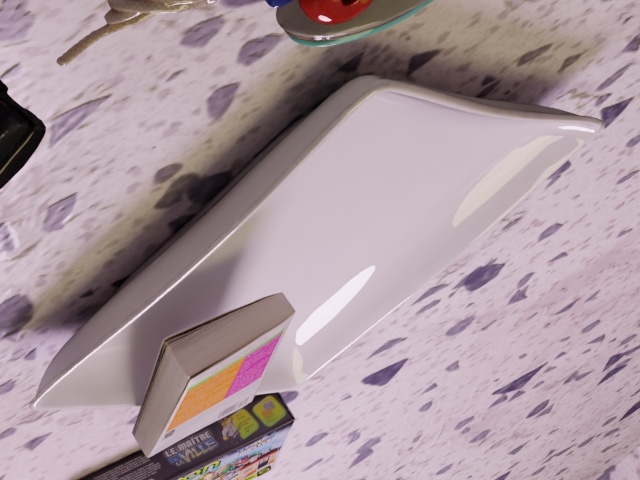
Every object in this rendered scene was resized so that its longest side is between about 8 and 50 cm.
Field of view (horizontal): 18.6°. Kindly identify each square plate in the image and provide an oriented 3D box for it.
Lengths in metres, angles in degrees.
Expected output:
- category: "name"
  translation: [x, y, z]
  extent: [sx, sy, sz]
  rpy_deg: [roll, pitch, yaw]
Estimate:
- category: "square plate"
  translation: [0.000, 0.000, 1.383]
  extent: [0.344, 0.049, 0.347]
  rpy_deg: [-41, 159, 24]

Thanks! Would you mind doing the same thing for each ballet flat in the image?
- category: "ballet flat"
  translation: [0.064, -0.173, 1.070]
  extent: [0.213, 0.072, 0.068]
  rpy_deg: [-25, 132, -24]

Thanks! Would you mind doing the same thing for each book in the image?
- category: "book"
  translation: [-0.075, 0.096, 1.379]
  extent: [0.096, 0.035, 0.144]
  rpy_deg: [-26, 160, -28]

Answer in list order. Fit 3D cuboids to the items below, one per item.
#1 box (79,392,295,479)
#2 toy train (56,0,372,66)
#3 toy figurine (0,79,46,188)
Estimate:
- category: "box"
  translation: [-0.126, 0.205, 1.694]
  extent: [0.207, 0.036, 0.114]
  rpy_deg: [-24, 158, -23]
- category: "toy train"
  translation: [-0.021, -0.173, 0.880]
  extent: [0.248, 0.105, 0.143]
  rpy_deg: [-29, 150, -11]
- category: "toy figurine"
  translation: [-0.237, -0.008, 0.790]
  extent: [0.209, 0.148, 0.213]
  rpy_deg: [-43, 171, -36]
